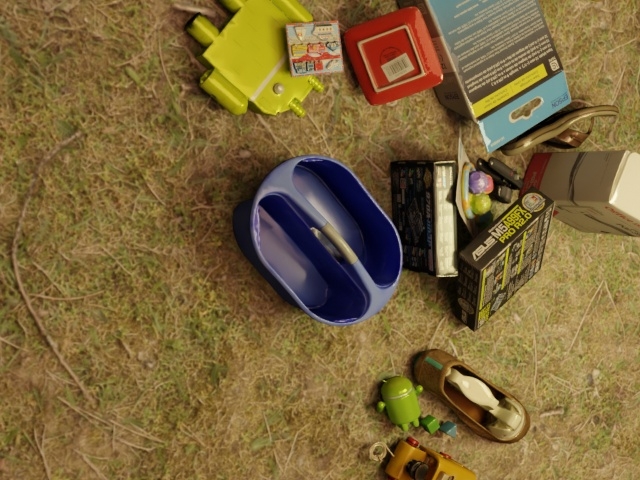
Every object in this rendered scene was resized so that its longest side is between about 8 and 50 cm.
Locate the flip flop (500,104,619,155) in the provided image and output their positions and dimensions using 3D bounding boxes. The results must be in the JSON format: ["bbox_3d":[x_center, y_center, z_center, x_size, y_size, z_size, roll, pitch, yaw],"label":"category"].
[{"bbox_3d":[0.509,-0.224,2.014,0.277,0.112,0.080,-24,100,-18],"label":"flip flop"}]

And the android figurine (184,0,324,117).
[{"bbox_3d":[-0.111,-0.341,1.739,0.273,0.056,0.248,43,76,-20],"label":"android figurine"}]

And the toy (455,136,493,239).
[{"bbox_3d":[0.312,-0.090,1.868,0.237,0.056,0.136,56,36,-62],"label":"toy"}]

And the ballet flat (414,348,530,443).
[{"bbox_3d":[0.342,0.337,1.972,0.342,0.124,0.116,40,78,-23],"label":"ballet flat"}]

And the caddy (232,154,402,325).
[{"bbox_3d":[0.000,0.000,1.751,0.241,0.179,0.341,-47,111,-16],"label":"caddy"}]

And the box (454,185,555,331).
[{"bbox_3d":[0.366,0.042,1.904,0.216,0.060,0.270,-40,153,-17],"label":"box"}]

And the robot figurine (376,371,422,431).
[{"bbox_3d":[0.163,0.325,1.916,0.101,0.067,0.115,-21,103,-11],"label":"robot figurine"}]

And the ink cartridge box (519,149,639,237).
[{"bbox_3d":[0.588,-0.096,1.966,0.207,0.283,0.117,24,84,-25],"label":"ink cartridge box"}]

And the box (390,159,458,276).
[{"bbox_3d":[0.199,-0.047,1.844,0.051,0.175,0.220,-5,96,-23],"label":"box"}]

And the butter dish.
[{"bbox_3d":[0.147,-0.361,1.833,0.160,0.118,0.159,-17,105,19],"label":"butter dish"}]

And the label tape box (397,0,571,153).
[{"bbox_3d":[0.339,-0.385,1.921,0.249,0.115,0.347,-32,109,-20],"label":"label tape box"}]

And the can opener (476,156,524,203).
[{"bbox_3d":[0.373,-0.134,1.949,0.186,0.059,0.073,34,51,-58],"label":"can opener"}]

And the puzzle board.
[{"bbox_3d":[-0.009,-0.356,1.755,0.128,0.011,0.096,-14,103,-39],"label":"puzzle board"}]

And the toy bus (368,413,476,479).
[{"bbox_3d":[0.222,0.475,1.928,0.202,0.104,0.190,-22,110,-25],"label":"toy bus"}]
